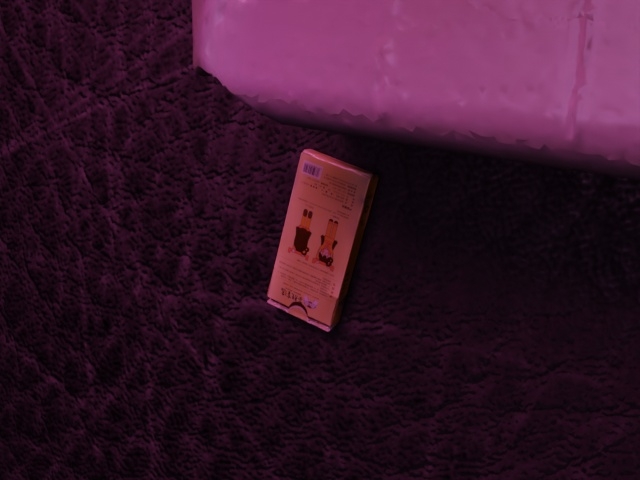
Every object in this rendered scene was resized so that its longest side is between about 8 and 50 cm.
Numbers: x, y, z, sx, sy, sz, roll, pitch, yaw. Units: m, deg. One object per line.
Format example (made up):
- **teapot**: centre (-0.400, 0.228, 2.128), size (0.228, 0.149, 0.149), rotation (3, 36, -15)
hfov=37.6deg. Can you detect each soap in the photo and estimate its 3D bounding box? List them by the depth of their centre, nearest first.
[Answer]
- **soap**: centre (0.142, -0.225, 0.596), size (0.435, 0.213, 0.351), rotation (15, 105, 28)

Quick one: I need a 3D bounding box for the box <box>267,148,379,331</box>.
- **box**: centre (0.000, 0.000, 0.829), size (0.073, 0.020, 0.149), rotation (24, 109, 25)
